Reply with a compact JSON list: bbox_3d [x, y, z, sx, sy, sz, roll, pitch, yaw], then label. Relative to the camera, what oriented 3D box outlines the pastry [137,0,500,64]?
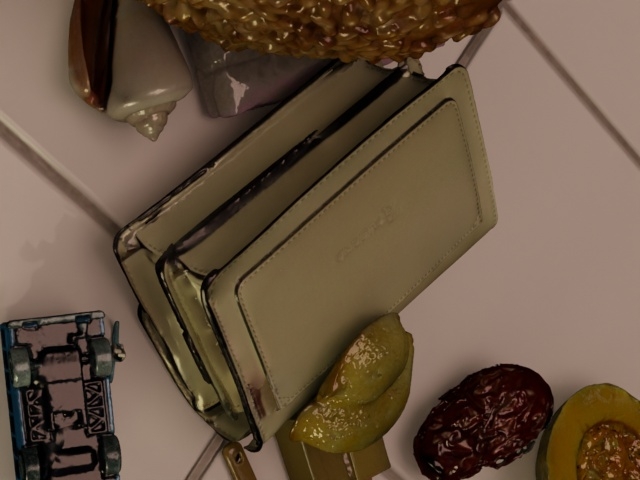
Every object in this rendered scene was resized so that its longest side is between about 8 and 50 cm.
[{"bbox_3d":[-0.005,-0.278,1.291,0.409,0.409,0.245,2,97,-34],"label":"pastry"}]

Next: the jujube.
[{"bbox_3d":[0.168,0.190,1.595,0.166,0.104,0.104,-25,103,-24],"label":"jujube"}]

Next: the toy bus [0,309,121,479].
[{"bbox_3d":[-0.227,0.157,1.318,0.090,0.106,0.185,-5,89,-20],"label":"toy bus"}]

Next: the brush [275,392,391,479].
[{"bbox_3d":[0.031,0.264,1.528,0.103,0.047,0.233,-25,104,-35],"label":"brush"}]

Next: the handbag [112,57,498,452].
[{"bbox_3d":[0.000,0.000,1.439,0.358,0.160,0.237,-41,129,-26],"label":"handbag"}]

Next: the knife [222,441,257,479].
[{"bbox_3d":[-0.033,0.308,1.500,0.046,0.022,0.256,-33,107,-34],"label":"knife"}]

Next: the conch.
[{"bbox_3d":[-0.177,-0.174,1.369,0.104,0.094,0.176,-13,93,6],"label":"conch"}]

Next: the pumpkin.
[{"bbox_3d":[0.307,0.272,1.691,0.217,0.110,0.217,8,73,-29],"label":"pumpkin"}]

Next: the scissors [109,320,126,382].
[{"bbox_3d":[-0.183,0.099,1.348,0.014,0.119,0.058,7,84,-11],"label":"scissors"}]

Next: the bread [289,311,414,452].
[{"bbox_3d":[0.055,0.133,1.430,0.187,0.065,0.149,-21,142,-55],"label":"bread"}]

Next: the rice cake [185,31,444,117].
[{"bbox_3d":[0.002,-0.207,1.514,0.298,0.050,0.106,-21,101,-33],"label":"rice cake"}]
